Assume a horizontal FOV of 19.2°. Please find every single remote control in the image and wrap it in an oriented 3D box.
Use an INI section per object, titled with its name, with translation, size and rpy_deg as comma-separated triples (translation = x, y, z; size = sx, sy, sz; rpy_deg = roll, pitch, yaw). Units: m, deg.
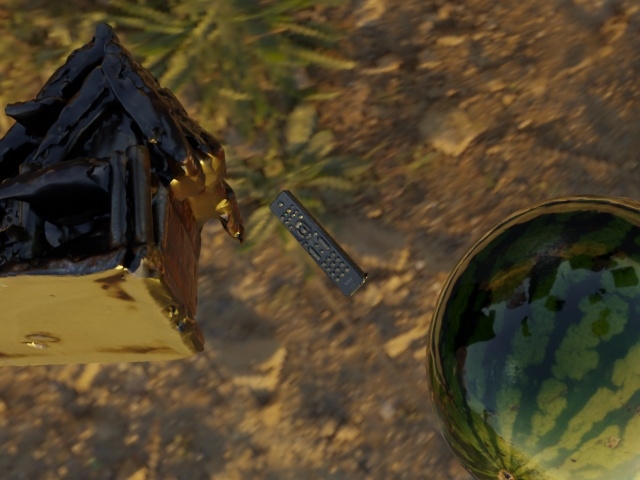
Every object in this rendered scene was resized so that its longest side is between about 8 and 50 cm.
[remote control]
translation = 0.000, 0.000, 1.401
size = 0.091, 0.016, 0.034
rpy_deg = 48, 142, 4

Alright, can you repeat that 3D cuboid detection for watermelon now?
[watermelon]
translation = 0.233, 0.102, 1.625
size = 0.285, 0.285, 0.285
rpy_deg = 5, 104, 20

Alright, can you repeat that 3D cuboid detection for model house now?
[model house]
translation = -0.222, -0.056, 1.685
size = 0.297, 0.317, 0.282
rpy_deg = 3, 70, 12
